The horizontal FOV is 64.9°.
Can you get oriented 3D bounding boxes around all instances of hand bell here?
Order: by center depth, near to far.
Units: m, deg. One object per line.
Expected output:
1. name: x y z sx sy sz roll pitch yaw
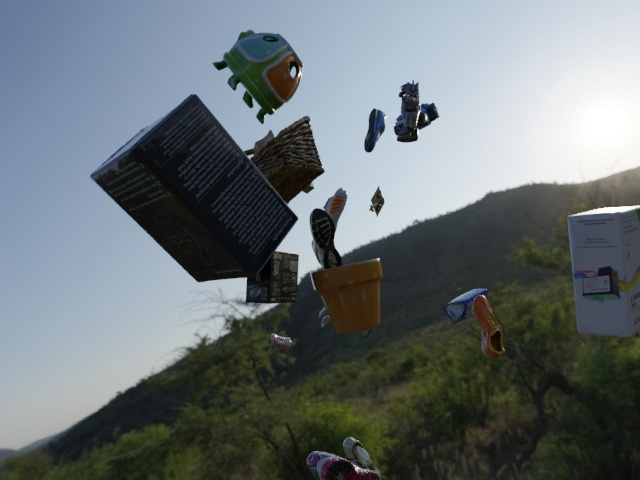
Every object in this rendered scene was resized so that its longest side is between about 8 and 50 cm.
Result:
1. hand bell: -0.301 -0.366 2.100 0.242 0.126 0.126 -20 -14 -8

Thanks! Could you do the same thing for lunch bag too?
1. lunch bag: 0.587 0.254 2.012 0.129 0.096 0.151 -23 -24 -27

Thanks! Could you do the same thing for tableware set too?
1. tableware set: 0.054 0.293 2.125 0.169 0.020 0.141 -37 14 15

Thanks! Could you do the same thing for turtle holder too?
1. turtle holder: -0.191 -0.559 1.660 0.227 0.243 0.320 -39 27 5

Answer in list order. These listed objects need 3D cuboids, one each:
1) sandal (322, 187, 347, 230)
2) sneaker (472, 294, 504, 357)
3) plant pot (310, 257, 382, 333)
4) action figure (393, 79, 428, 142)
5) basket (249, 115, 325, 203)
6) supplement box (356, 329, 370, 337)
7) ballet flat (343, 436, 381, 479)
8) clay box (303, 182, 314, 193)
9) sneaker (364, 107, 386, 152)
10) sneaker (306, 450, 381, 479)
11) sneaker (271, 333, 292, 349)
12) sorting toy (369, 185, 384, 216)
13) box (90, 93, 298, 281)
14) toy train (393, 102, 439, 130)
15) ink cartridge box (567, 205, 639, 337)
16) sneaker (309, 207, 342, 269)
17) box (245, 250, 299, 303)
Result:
1. sandal: 0.045 -0.130 2.370 0.076 0.265 0.102 17 -4 37
2. sneaker: 0.468 0.232 1.384 0.064 0.175 0.067 -5 -20 -20
3. plant pot: 0.089 0.163 1.451 0.205 0.187 0.205 -12 -3 -1
4. action figure: 0.297 -0.417 1.687 0.099 0.185 0.285 14 -6 16
5. basket: -0.166 -0.263 1.691 0.214 0.223 0.299 -1 -22 -38
6. supplement box: 0.190 0.390 2.328 0.083 0.083 0.056 42 -23 -31
7. ballet flat: 0.166 0.827 1.823 0.086 0.248 0.086 -31 0 0
8. clay box: -0.127 -0.302 2.215 0.053 0.127 0.222 -34 -35 24
9. sneaker: 0.240 -0.458 2.129 0.082 0.209 0.069 21 -21 -24
10. sneaker: 0.078 0.701 1.489 0.112 0.299 0.121 7 55 49
11. sneaker: -0.159 0.418 2.091 0.070 0.051 0.134 -8 -29 9
12. sorting toy: 0.142 -0.090 1.266 0.012 0.083 0.062 5 -45 30
13. box: -0.306 -0.105 1.242 0.294 0.395 0.212 -9 37 48
14. toy train: 0.372 -0.464 1.944 0.184 0.080 0.105 -26 26 6
15. ink cartridge box: 0.684 0.066 1.177 0.201 0.278 0.117 -10 5 -42
16. sneaker: 0.000 0.000 2.147 0.111 0.299 0.121 -23 26 -24
17. box: -0.134 0.104 1.436 0.078 0.147 0.180 1 -4 22
